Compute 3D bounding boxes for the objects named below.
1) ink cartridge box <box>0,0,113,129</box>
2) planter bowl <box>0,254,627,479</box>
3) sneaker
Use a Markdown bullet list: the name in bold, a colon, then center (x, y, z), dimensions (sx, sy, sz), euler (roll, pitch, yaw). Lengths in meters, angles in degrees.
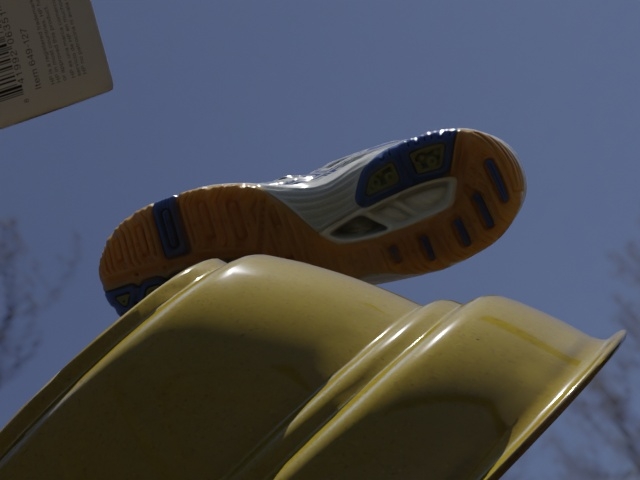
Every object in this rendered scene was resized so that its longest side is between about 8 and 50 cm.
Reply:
- **ink cartridge box**: center (-0.266, -0.124, 1.055), dimensions (0.232, 0.168, 0.171), euler (-23, -75, -39)
- **planter bowl**: center (-0.031, 0.069, 0.504), dimensions (0.217, 0.090, 0.217), euler (-44, -7, -7)
- **sneaker**: center (0.000, 0.000, 1.362), dimensions (0.296, 0.112, 0.131), euler (-12, 3, 11)
